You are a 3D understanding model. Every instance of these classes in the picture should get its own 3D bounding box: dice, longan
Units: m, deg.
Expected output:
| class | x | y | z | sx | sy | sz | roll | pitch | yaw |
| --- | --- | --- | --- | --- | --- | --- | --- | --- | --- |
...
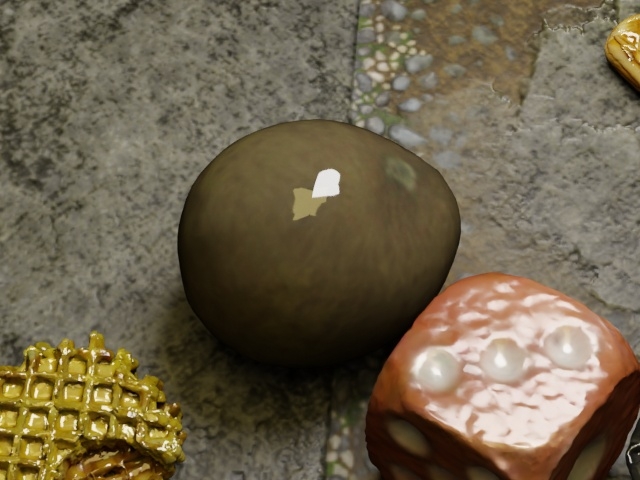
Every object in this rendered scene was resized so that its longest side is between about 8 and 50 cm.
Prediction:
| class | x | y | z | sx | sy | sz | roll | pitch | yaw |
| --- | --- | --- | --- | --- | --- | --- | --- | --- | --- |
| dice | 0.152 | 0.143 | 1.441 | 0.179 | 0.175 | 0.174 | 29 | 61 | 27 |
| longan | 0.000 | 0.000 | 1.494 | 0.248 | 0.248 | 0.248 | 0 | 61 | 0 |

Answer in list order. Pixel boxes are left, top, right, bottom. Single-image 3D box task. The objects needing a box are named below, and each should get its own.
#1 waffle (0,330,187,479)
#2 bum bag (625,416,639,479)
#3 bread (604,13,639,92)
| class | x | y | z | sx | sy | sz | roll | pitch | yaw |
| --- | --- | --- | --- | --- | --- | --- | --- | --- | --- |
| waffle | -0.214 | 0.176 | 1.488 | 0.197 | 0.070 | 0.193 | 28 | 64 | 15 |
| bum bag | 0.425 | 0.216 | 1.455 | 0.340 | 0.095 | 0.144 | 12 | 71 | 2 |
| bread | 0.334 | -0.177 | 1.700 | 0.083 | 0.044 | 0.110 | -31 | 67 | -20 |
